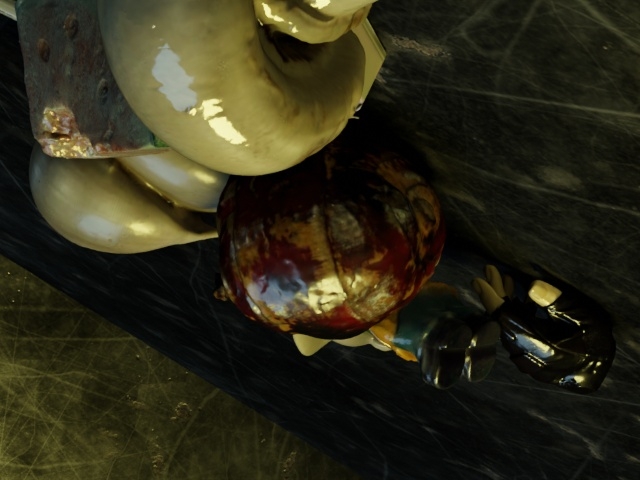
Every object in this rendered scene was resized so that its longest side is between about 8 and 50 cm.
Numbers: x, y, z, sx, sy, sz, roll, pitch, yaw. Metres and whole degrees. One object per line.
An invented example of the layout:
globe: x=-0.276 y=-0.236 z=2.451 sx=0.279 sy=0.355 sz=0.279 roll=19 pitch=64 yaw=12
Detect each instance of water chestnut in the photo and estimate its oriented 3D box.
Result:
water chestnut: x=0.000 y=0.000 z=1.688 sx=0.289 sy=0.289 sz=0.244 roll=24 pitch=123 yaw=13

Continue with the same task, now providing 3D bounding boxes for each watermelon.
watermelon: x=-0.225 y=-0.169 z=1.654 sx=0.148 sy=0.226 sz=0.318 roll=0 pitch=-146 yaw=-43

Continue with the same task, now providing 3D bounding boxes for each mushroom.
mushroom: x=-0.018 y=-0.199 z=1.150 sx=0.290 sy=0.292 sz=0.292 roll=-8 pitch=147 yaw=26

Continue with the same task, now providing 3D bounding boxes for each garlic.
garlic: x=-0.203 y=-0.071 z=1.850 sx=0.340 sy=0.231 sz=0.246 roll=27 pitch=175 yaw=-2

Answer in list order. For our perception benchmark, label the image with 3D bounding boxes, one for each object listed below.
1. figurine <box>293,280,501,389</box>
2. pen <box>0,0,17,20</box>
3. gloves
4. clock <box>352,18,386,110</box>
figurine: x=0.078 y=0.065 z=1.878 sx=0.185 sy=0.204 sz=0.332 roll=-2 pitch=-174 yaw=-44
pen: x=-0.418 y=-0.308 z=1.866 sx=0.218 sy=0.026 sz=0.026 roll=26 pitch=164 yaw=7
gloves: x=0.275 y=0.109 z=1.866 sx=0.203 sy=0.124 sz=0.164 roll=23 pitch=146 yaw=-9
clock: x=-0.045 y=-0.212 z=1.464 sx=0.192 sy=0.071 sz=0.147 roll=18 pitch=161 yaw=31
